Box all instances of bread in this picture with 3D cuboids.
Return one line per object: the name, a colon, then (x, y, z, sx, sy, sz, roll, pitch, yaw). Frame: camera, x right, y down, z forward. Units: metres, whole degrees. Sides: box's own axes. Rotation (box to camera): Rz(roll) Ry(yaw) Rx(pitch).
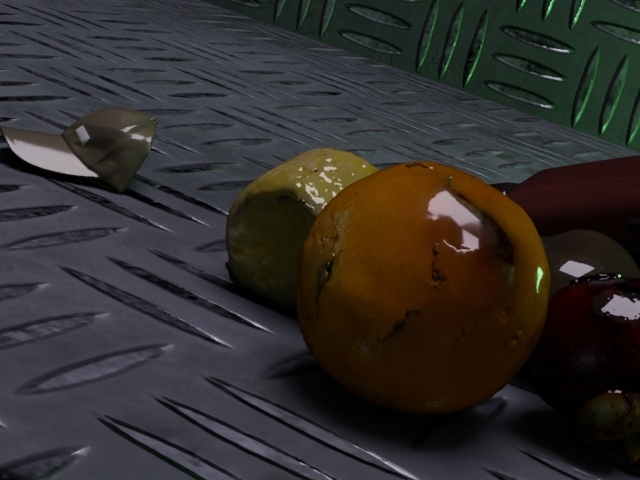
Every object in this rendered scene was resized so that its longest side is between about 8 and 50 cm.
bread: (0.002, -0.004, 1.477, 0.197, 0.197, 0.170, 24, 30, 27)

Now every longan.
longan: (0.282, 0.075, 1.474, 0.189, 0.189, 0.189, 15, 15, -4)

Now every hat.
hat: (-0.327, -0.149, 1.760, 0.173, 0.144, 0.166, 34, 4, -27)

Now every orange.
orange: (0.095, 0.044, 1.245, 0.246, 0.246, 0.246, 15, 15, -4)

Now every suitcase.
suitcase: (0.372, -0.008, 1.648, 0.297, 0.161, 0.236, -8, 15, 36)

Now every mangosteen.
mangosteen: (0.292, 0.130, 1.296, 0.199, 0.200, 0.200, 15, 15, -4)

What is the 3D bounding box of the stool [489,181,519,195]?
stool: (0.230, -0.001, 1.816, 0.121, 0.125, 0.217, -7, 30, 29)
